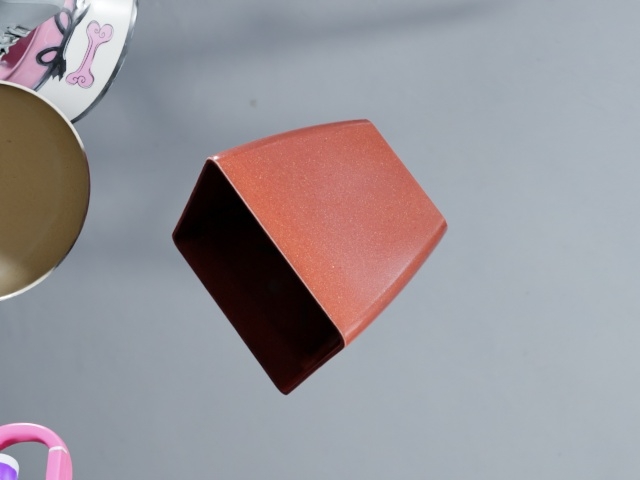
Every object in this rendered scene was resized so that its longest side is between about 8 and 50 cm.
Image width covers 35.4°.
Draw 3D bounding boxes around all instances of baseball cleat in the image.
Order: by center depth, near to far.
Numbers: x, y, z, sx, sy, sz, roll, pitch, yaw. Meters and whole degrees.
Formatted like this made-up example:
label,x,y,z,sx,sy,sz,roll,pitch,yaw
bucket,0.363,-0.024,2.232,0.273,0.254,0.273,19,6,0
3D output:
label,x,y,z,sx,sy,sz,roll,pitch,yaw
baseball cleat,-0.343,-0.190,1.026,0.205,0.072,0.110,-18,84,16

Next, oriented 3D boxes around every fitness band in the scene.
label,x,y,z,sx,sy,sz,roll,pitch,yaw
fitness band,-0.532,0.443,1.704,0.208,0.054,0.291,-10,50,9

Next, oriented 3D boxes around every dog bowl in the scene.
label,x,y,z,sx,sy,sz,roll,pitch,yaw
dog bowl,-0.494,-0.405,1.718,0.407,0.150,0.408,-6,81,40

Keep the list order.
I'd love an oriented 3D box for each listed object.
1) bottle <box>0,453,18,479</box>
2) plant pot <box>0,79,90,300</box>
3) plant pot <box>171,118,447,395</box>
label,x,y,z,sx,sy,sz,roll,pitch,yaw
bottle,-0.522,0.461,1.563,0.118,0.092,0.283,-37,33,20
plant pot,-0.475,-0.076,1.317,0.191,0.284,0.284,17,104,48
plant pot,0.000,0.000,1.283,0.267,0.235,0.267,54,153,7
